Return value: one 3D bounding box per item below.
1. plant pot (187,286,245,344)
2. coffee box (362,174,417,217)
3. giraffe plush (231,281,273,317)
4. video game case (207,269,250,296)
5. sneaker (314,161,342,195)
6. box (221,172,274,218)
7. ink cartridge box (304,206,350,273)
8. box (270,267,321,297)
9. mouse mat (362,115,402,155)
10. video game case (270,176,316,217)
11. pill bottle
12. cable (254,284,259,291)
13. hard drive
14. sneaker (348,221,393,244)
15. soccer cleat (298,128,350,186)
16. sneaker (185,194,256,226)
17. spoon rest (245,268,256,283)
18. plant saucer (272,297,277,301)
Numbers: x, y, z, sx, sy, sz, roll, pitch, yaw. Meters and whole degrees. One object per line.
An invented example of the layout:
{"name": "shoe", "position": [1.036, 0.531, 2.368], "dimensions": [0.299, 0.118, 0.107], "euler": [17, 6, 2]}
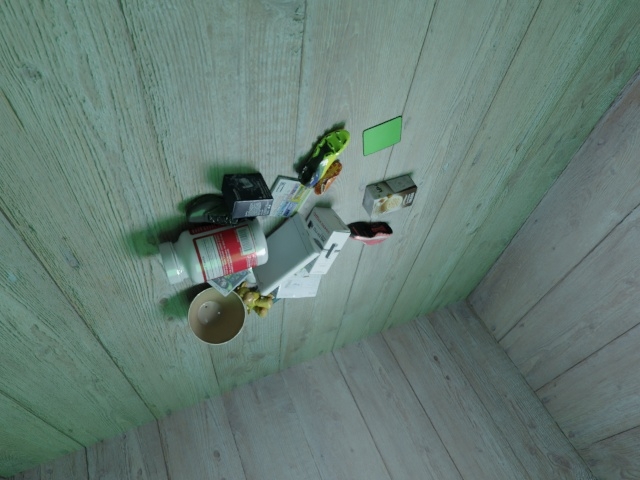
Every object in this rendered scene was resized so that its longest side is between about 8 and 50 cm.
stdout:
{"name": "plant pot", "position": [-0.549, 0.381, 2.130], "dimensions": [0.284, 0.284, 0.191], "euler": [-10, 178, -27]}
{"name": "coffee box", "position": [0.348, -0.222, 2.086], "dimensions": [0.246, 0.098, 0.141], "euler": [-18, 147, -16]}
{"name": "giraffe plush", "position": [-0.379, 0.308, 2.248], "dimensions": [0.210, 0.181, 0.170], "euler": [-7, 150, 36]}
{"name": "video game case", "position": [-0.458, 0.157, 1.975], "dimensions": [0.173, 0.022, 0.190], "euler": [43, 110, -15]}
{"name": "sneaker", "position": [0.032, -0.275, 1.823], "dimensions": [0.175, 0.064, 0.067], "euler": [-48, 179, 18]}
{"name": "box", "position": [-0.286, -0.176, 1.612], "dimensions": [0.158, 0.156, 0.093], "euler": [-8, 142, -29]}
{"name": "ink cartridge box", "position": [0.000, 0.000, 2.010], "dimensions": [0.114, 0.197, 0.273], "euler": [4, 127, -40]}
{"name": "box", "position": [-0.126, 0.173, 2.168], "dimensions": [0.262, 0.126, 0.231], "euler": [3, 110, -40]}
{"name": "mouse mat", "position": [0.268, -0.450, 1.795], "dimensions": [0.189, 0.007, 0.153], "euler": [-23, 147, -8]}
{"name": "video game case", "position": [-0.147, -0.186, 1.830], "dimensions": [0.193, 0.023, 0.212], "euler": [3, 135, -40]}
{"name": "pill bottle", "position": [-0.444, 0.043, 1.730], "dimensions": [0.407, 0.229, 0.229], "euler": [-16, 146, -18]}
{"name": "cable", "position": [-0.235, 0.209, 2.260], "dimensions": [0.287, 0.072, 0.139], "euler": [-18, 161, -24]}
{"name": "hard drive", "position": [-0.182, 0.065, 1.930], "dimensions": [0.353, 0.233, 0.047], "euler": [-38, 149, 23]}
{"name": "sneaker", "position": [0.261, -0.018, 2.291], "dimensions": [0.313, 0.116, 0.136], "euler": [-2, 140, -36]}
{"name": "soccer cleat", "position": [0.016, -0.341, 1.704], "dimensions": [0.289, 0.093, 0.121], "euler": [-47, 174, 20]}
{"name": "sneaker", "position": [-0.387, -0.112, 1.651], "dimensions": [0.286, 0.130, 0.109], "euler": [-14, 147, -19]}
{"name": "spoon rest", "position": [-0.350, 0.165, 2.132], "dimensions": [0.137, 0.084, 0.276], "euler": [-31, 161, 7]}
{"name": "plant saucer", "position": [-0.264, 0.351, 2.439], "dimensions": [0.192, 0.018, 0.067], "euler": [-37, 168, 39]}
